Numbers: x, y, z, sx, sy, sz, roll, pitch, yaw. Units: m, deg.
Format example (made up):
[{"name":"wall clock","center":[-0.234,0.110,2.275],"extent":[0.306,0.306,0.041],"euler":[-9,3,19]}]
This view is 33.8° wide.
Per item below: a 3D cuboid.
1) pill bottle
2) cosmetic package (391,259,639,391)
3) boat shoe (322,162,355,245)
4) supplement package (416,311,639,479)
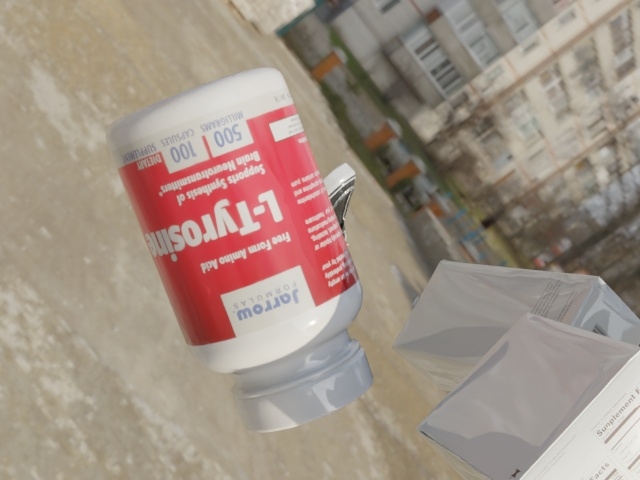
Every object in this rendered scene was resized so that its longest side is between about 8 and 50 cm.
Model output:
[{"name":"pill bottle","center":[-0.085,0.013,1.285],"extent":[0.229,0.229,0.407],"euler":[-58,127,-80]},{"name":"cosmetic package","center":[0.312,0.158,1.720],"extent":[0.155,0.197,0.366],"euler":[41,-18,-28]},{"name":"boat shoe","center":[0.000,0.000,1.771],"extent":[0.102,0.301,0.108],"euler":[42,39,13]},{"name":"supplement package","center":[0.262,0.214,1.169],"extent":[0.145,0.204,0.262],"euler":[47,-8,-14]}]
